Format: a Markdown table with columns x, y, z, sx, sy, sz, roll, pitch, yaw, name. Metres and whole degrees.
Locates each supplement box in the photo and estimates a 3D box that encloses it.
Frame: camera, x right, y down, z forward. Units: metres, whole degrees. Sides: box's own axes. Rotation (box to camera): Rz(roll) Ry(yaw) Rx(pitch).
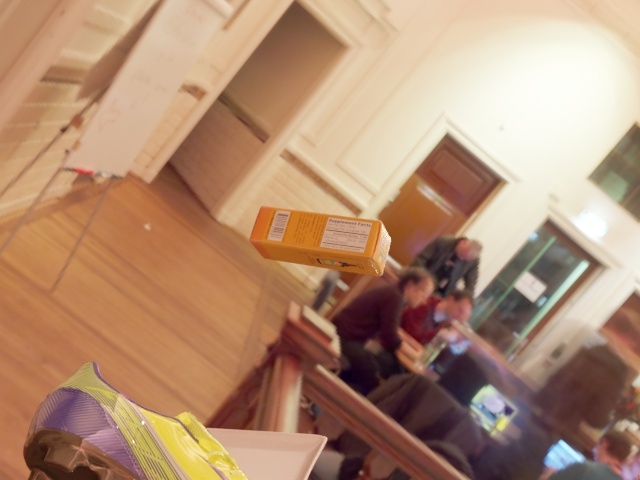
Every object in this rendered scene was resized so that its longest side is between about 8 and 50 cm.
| x | y | z | sx | sy | sz | roll | pitch | yaw | name |
| --- | --- | --- | --- | --- | --- | --- | --- | --- | --- |
| 0.000 | 0.000 | 1.469 | 0.233 | 0.080 | 0.078 | 10 | -22 | 22 | supplement box |

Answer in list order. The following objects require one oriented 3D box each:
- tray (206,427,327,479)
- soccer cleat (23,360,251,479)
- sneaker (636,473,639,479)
| x | y | z | sx | sy | sz | roll | pitch | yaw | name |
| --- | --- | --- | --- | --- | --- | --- | --- | --- | --- |
| -0.134 | 0.349 | 1.321 | 0.270 | 0.030 | 0.145 | -1 | 20 | 19 | tray |
| -0.090 | 0.195 | 0.663 | 0.289 | 0.093 | 0.121 | 35 | 38 | -15 | soccer cleat |
| 0.661 | 0.473 | 1.612 | 0.081 | 0.208 | 0.094 | 18 | 39 | 9 | sneaker |
